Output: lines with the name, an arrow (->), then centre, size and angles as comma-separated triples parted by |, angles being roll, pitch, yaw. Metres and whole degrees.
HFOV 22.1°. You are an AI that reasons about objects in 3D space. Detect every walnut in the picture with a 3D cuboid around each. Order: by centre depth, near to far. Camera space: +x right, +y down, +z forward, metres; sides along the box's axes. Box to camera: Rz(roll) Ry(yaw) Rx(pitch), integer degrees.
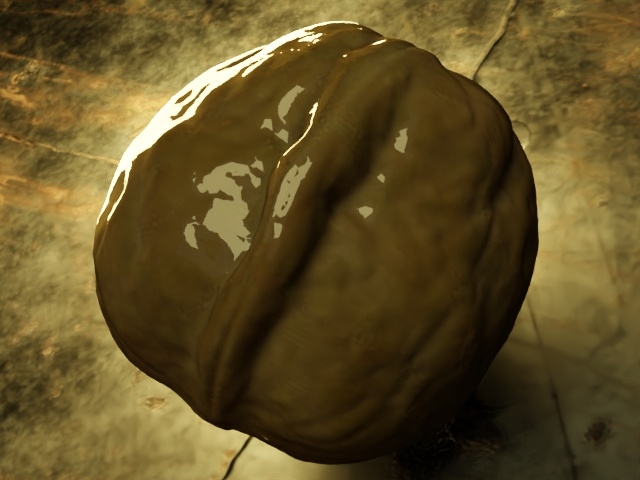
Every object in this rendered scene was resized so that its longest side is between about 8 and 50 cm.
walnut -> 0.000, 0.000, 1.380 | 0.381, 0.381, 0.381 | -15, 48, 17
